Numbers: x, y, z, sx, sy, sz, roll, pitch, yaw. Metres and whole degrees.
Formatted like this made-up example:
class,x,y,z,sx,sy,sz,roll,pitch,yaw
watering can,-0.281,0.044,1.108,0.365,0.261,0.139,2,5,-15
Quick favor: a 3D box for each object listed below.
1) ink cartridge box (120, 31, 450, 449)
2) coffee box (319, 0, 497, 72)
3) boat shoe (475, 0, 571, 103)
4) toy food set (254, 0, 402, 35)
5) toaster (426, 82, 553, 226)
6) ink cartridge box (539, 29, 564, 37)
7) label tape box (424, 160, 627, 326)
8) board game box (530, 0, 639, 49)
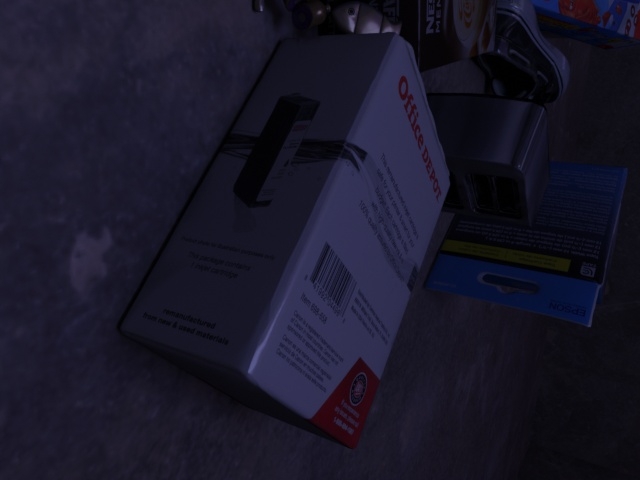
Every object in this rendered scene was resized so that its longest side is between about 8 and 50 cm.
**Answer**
class,x,y,z,sx,sy,sz,roll,pitch,yaw
ink cartridge box,0.000,0.000,0.456,0.272,0.114,0.197,-65,147,-22
coffee box,0.101,-0.250,0.565,0.246,0.098,0.141,-35,128,-51
boat shoe,0.340,-0.299,0.981,0.335,0.121,0.119,19,91,-50
toy food set,0.012,-0.199,0.429,0.122,0.019,0.078,0,103,-19
toaster,0.206,-0.108,0.729,0.110,0.168,0.185,-66,149,-21
ink cartridge box,0.434,-0.486,1.069,0.060,0.104,0.180,-7,106,-60
label tape box,0.357,0.008,0.951,0.347,0.249,0.115,-58,145,-33
board game box,0.454,-0.518,0.957,0.302,0.086,0.308,3,98,-26
